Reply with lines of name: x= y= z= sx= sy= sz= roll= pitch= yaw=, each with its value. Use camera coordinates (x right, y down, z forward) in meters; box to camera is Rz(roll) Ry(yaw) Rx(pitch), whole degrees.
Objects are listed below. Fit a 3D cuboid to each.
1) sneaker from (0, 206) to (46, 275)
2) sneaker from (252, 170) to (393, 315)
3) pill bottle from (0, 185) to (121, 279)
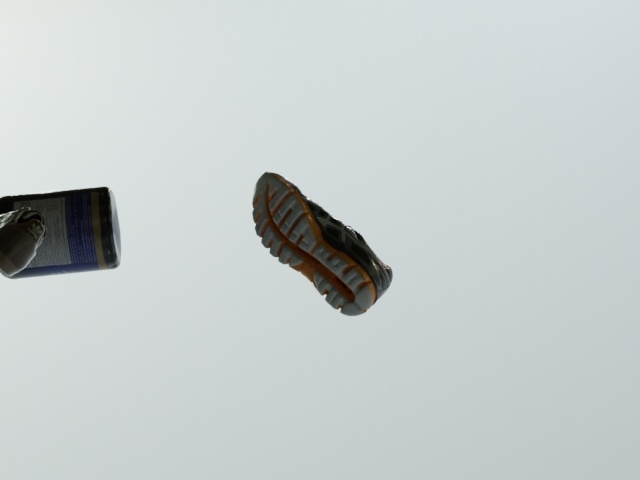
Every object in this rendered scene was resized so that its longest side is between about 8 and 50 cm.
sneaker: x=-0.352 y=-0.006 z=1.635 sx=0.071 sy=0.066 sz=0.188 roll=-40 pitch=-162 yaw=-2
sneaker: x=0.000 y=0.000 z=1.657 sx=0.083 sy=0.215 sz=0.084 roll=-24 pitch=158 yaw=-49
pill bottle: x=-0.403 y=-0.009 z=1.990 sx=0.219 sy=0.123 sz=0.123 roll=-6 pitch=-164 yaw=-3
